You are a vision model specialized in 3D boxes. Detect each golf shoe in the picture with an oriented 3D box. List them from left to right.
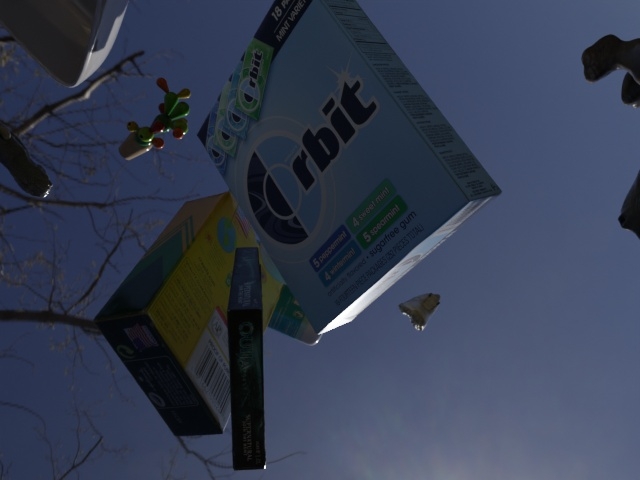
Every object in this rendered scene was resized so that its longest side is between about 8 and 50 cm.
[{"bbox_3d":[0.213,0.137,1.235,0.069,0.086,0.176,51,-175,3],"label":"golf shoe"}]

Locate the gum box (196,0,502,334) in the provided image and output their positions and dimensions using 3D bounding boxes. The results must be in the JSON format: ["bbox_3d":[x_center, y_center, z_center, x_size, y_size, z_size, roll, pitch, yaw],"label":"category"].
[{"bbox_3d":[0.003,-0.055,0.394,0.041,0.157,0.184,-14,-114,-45],"label":"gum box"}]

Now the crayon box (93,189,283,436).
[{"bbox_3d":[-0.152,0.075,0.807,0.318,0.081,0.202,-68,-39,-54],"label":"crayon box"}]

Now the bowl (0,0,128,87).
[{"bbox_3d":[-0.170,-0.186,0.363,0.142,0.142,0.053,47,-129,-2],"label":"bowl"}]

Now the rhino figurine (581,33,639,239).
[{"bbox_3d":[0.202,-0.094,0.312,0.073,0.106,0.243,-4,-78,-27],"label":"rhino figurine"}]

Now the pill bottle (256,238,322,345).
[{"bbox_3d":[-0.101,0.084,1.111,0.264,0.146,0.146,24,-133,1],"label":"pill bottle"}]

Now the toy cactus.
[{"bbox_3d":[-0.345,-0.231,1.193,0.112,0.180,0.219,47,-157,-27],"label":"toy cactus"}]

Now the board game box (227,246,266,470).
[{"bbox_3d":[-0.062,0.087,0.504,0.026,0.126,0.186,-2,-167,-6],"label":"board game box"}]

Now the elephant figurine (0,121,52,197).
[{"bbox_3d":[-0.487,-0.165,0.755,0.186,0.169,0.239,-14,-98,-2],"label":"elephant figurine"}]

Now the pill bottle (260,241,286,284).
[{"bbox_3d":[0.000,0.000,0.617,0.120,0.067,0.067,-19,-113,-47],"label":"pill bottle"}]
